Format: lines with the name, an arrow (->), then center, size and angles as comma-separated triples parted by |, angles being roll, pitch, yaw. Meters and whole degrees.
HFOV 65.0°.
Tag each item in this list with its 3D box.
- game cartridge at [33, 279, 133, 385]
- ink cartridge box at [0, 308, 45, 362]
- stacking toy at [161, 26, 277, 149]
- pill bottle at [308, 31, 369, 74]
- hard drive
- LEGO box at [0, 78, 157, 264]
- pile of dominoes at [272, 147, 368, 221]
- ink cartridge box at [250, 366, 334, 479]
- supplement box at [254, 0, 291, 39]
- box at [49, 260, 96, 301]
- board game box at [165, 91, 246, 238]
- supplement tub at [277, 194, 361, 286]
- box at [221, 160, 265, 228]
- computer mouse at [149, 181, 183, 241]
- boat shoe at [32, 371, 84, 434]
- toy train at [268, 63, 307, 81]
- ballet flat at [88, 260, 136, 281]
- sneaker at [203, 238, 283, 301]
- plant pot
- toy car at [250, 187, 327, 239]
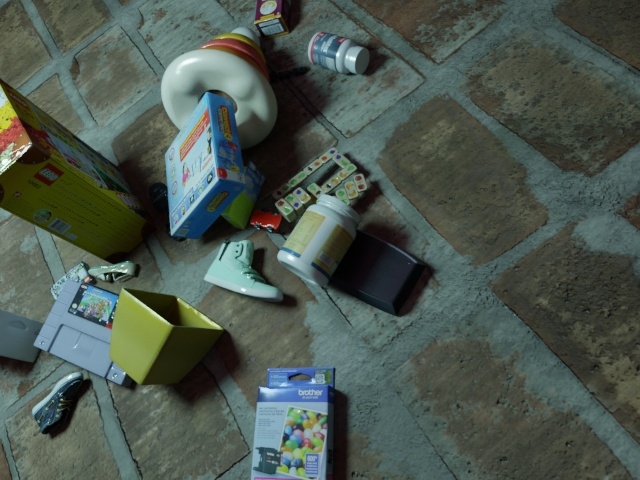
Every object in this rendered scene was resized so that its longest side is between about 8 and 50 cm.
game cartridge -> -0.661, 0.260, 1.483 | 0.356, 0.068, 0.229 | 14, 78, 22
ink cartridge box -> -1.045, 0.270, 1.539 | 0.307, 0.226, 0.131 | 6, 69, 23
stacking toy -> -0.284, -0.561, 1.635 | 0.351, 0.350, 0.479 | -7, 49, 17
pill bottle -> 0.060, -0.592, 1.597 | 0.180, 0.108, 0.107 | 27, 78, 28
hard drive -> 0.123, 0.066, 1.298 | 0.255, 0.054, 0.171 | 28, 78, 29
LEGO box -> -0.779, -0.189, 1.495 | 0.193, 0.500, 0.372 | -42, 60, -1
pile of dominoes -> -0.003, -0.146, 1.392 | 0.251, 0.040, 0.196 | -39, 58, -9
ink cartridge box -> -0.063, 0.453, 1.186 | 0.186, 0.065, 0.310 | -6, 63, 18
supplement box -> -0.169, -0.831, 1.808 | 0.104, 0.081, 0.188 | -7, 64, 18
box -> -0.798, 0.144, 1.620 | 0.137, 0.027, 0.094 | -42, 60, -3
board game box -> -0.343, -0.208, 1.451 | 0.308, 0.086, 0.301 | -38, 54, 42
supplement tub -> 0.000, 0.000, 1.260 | 0.145, 0.144, 0.199 | 27, 77, 28
box -> -0.231, -0.136, 1.492 | 0.043, 0.109, 0.178 | 10, 70, 25
computer mouse -> -0.488, -0.092, 1.614 | 0.071, 0.041, 0.242 | -35, 66, 12
boat shoe -> -0.734, 0.464, 1.431 | 0.183, 0.065, 0.083 | -45, 62, 3
toy train -> -0.119, -0.567, 1.700 | 0.159, 0.027, 0.036 | -9, 53, 17
ballet flat -> -0.656, 0.103, 1.572 | 0.169, 0.057, 0.052 | -11, 73, 16
sneaker -> -0.197, 0.076, 1.385 | 0.256, 0.094, 0.150 | 15, 78, 28
plant pot -> -0.428, 0.265, 1.336 | 0.212, 0.212, 0.187 | 27, 92, 28
toy car -> -0.070, -0.017, 1.410 | 0.239, 0.053, 0.224 | -20, 61, 12
